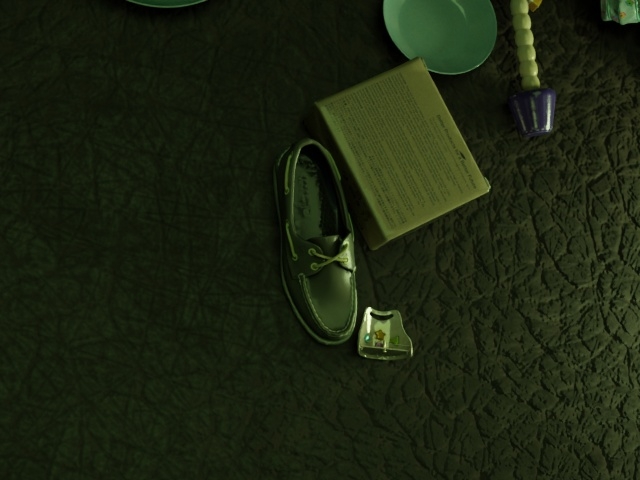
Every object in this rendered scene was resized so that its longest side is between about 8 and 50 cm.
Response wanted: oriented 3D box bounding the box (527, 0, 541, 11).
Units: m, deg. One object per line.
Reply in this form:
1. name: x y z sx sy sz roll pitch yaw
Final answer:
1. box: 0.317 -0.449 1.867 0.136 0.028 0.081 32 73 -8

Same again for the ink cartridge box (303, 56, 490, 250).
1. ink cartridge box: 0.113 -0.131 1.714 0.193 0.088 0.234 -25 84 -19

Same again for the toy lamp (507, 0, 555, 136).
1. toy lamp: 0.325 -0.303 1.802 0.080 0.080 0.274 -6 85 -15

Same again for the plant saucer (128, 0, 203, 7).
1. plant saucer: -0.248 -0.497 1.726 0.317 0.044 0.317 3 78 -14

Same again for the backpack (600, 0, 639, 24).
1. backpack: 0.514 -0.439 1.846 0.115 0.152 0.182 -1 71 27

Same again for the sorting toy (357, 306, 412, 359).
1. sorting toy: 0.091 0.136 1.678 0.083 0.045 0.075 7 69 -12

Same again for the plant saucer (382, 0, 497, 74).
1. plant saucer: 0.185 -0.347 1.801 0.195 0.037 0.195 5 73 -16

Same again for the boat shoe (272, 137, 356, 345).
1. boat shoe: -0.004 0.001 1.654 0.109 0.091 0.305 -9 80 -16
